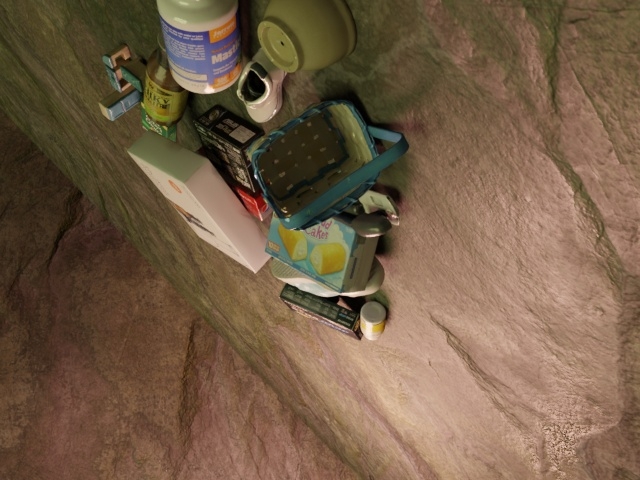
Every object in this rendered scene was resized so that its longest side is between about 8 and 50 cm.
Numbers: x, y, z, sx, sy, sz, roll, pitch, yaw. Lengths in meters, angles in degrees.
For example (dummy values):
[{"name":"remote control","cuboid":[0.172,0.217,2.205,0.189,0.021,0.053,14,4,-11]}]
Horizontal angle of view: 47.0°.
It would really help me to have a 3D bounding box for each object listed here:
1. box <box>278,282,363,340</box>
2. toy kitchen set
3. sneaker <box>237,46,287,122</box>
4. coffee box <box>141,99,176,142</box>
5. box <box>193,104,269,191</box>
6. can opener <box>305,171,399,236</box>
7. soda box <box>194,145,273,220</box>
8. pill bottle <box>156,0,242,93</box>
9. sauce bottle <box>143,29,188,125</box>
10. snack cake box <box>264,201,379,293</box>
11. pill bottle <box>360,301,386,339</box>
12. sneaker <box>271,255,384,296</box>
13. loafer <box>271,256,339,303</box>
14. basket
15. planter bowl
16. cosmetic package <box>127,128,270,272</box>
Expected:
[{"name":"box","cuboid":[0.010,0.193,1.985,0.220,0.051,0.175,23,168,15]},{"name":"toy kitchen set","cuboid":[-0.527,-0.406,2.020,0.166,0.122,0.207,39,156,22]},{"name":"sneaker","cuboid":[-0.130,-0.309,1.495,0.094,0.091,0.258,45,158,7]},{"name":"coffee box","cuboid":[-0.471,-0.333,2.146,0.113,0.040,0.184,46,158,5]},{"name":"box","cuboid":[-0.208,-0.225,1.792,0.180,0.077,0.147,33,153,33]},{"name":"can opener","cuboid":[0.053,-0.076,1.538,0.283,0.095,0.076,20,144,49]},{"name":"soda box","cuboid":[-0.219,-0.161,1.911,0.263,0.083,0.092,33,155,31]},{"name":"pill bottle","cuboid":[-0.230,-0.424,1.411,0.152,0.152,0.272,41,157,17]},{"name":"sauce bottle","cuboid":[-0.366,-0.393,1.768,0.111,0.111,0.344,47,158,4]},{"name":"snack cake box","cuboid":[0.000,0.000,1.674,0.264,0.089,0.152,26,110,42]},{"name":"pill bottle","cuboid":[0.135,0.211,1.898,0.065,0.065,0.116,38,156,24]},{"name":"sneaker","cuboid":[0.045,0.077,1.814,0.150,0.135,0.366,27,169,-39]},{"name":"loafer","cuboid":[-0.042,0.104,2.027,0.223,0.078,0.076,45,159,7]},{"name":"basket","cuboid":[0.005,-0.137,1.338,0.201,0.255,0.289,59,174,-22]},{"name":"planter bowl","cuboid":[-0.035,-0.349,1.233,0.162,0.109,0.162,39,157,20]},{"name":"cosmetic package","cuboid":[-0.310,-0.102,1.950,0.284,0.097,0.377,26,159,42]}]
